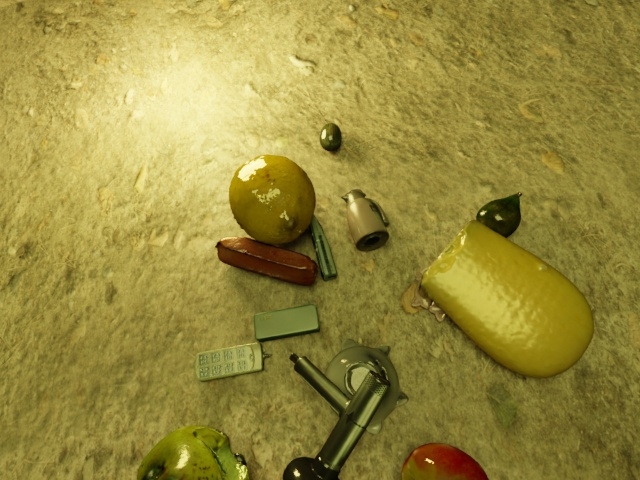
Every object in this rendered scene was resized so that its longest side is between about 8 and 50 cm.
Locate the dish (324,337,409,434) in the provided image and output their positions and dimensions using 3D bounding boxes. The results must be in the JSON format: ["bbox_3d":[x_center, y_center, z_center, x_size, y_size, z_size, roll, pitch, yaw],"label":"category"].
[{"bbox_3d":[0.116,0.361,1.061,0.228,0.086,0.236,-38,67,-12],"label":"dish"}]

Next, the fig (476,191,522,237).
[{"bbox_3d":[0.550,-0.080,1.222,0.117,0.117,0.177,40,61,21],"label":"fig"}]

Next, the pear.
[{"bbox_3d":[-0.306,0.525,0.938,0.238,0.255,0.164,38,75,26],"label":"pear"}]

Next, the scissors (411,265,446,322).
[{"bbox_3d":[0.385,0.085,1.199,0.160,0.024,0.318,29,71,20],"label":"scissors"}]

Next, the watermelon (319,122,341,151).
[{"bbox_3d":[0.035,-0.362,1.423,0.078,0.078,0.111,0,63,6],"label":"watermelon"}]

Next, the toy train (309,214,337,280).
[{"bbox_3d":[-0.001,0.000,1.264,0.048,0.055,0.252,-15,64,-1],"label":"toy train"}]

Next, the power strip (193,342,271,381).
[{"bbox_3d":[-0.248,0.339,1.142,0.226,0.029,0.080,-11,64,1],"label":"power strip"}]

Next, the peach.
[{"bbox_3d":[0.285,0.562,0.932,0.190,0.192,0.190,-25,52,37],"label":"peach"}]

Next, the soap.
[{"bbox_3d":[0.506,0.159,1.099,0.306,0.115,0.427,-42,71,-15],"label":"soap"}]

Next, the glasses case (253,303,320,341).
[{"bbox_3d":[-0.097,0.237,1.169,0.184,0.039,0.078,-10,64,1],"label":"glasses case"}]

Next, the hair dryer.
[{"bbox_3d":[0.010,0.437,1.008,0.284,0.155,0.320,15,77,57],"label":"hair dryer"}]

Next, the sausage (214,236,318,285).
[{"bbox_3d":[-0.162,0.058,1.232,0.330,0.102,0.102,15,67,13],"label":"sausage"}]

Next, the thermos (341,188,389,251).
[{"bbox_3d":[0.144,-0.073,1.269,0.137,0.105,0.193,-3,54,-24],"label":"thermos"}]

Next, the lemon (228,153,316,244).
[{"bbox_3d":[-0.141,-0.120,1.217,0.257,0.258,0.310,-28,44,-7],"label":"lemon"}]
